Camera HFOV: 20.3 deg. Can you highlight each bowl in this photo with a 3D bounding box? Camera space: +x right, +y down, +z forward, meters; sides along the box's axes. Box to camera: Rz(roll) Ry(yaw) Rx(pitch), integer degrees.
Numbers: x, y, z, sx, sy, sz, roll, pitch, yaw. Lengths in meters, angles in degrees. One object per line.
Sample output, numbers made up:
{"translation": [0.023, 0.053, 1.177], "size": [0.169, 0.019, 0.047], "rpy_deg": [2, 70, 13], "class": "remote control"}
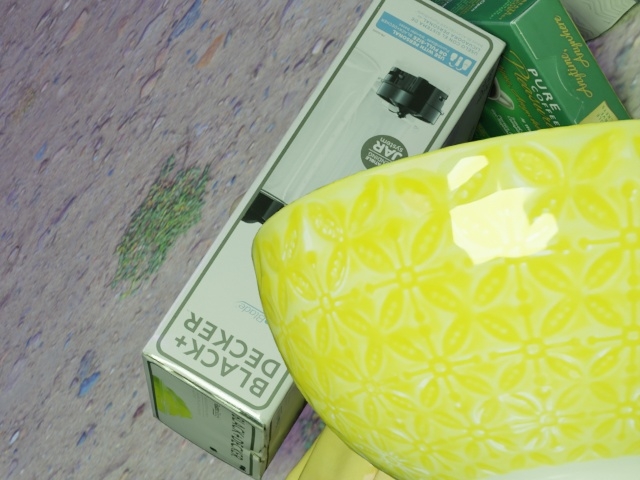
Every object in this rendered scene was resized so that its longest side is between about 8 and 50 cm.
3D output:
{"translation": [0.115, 0.063, 0.835], "size": [0.289, 0.289, 0.156], "rpy_deg": [-24, 66, 49], "class": "bowl"}

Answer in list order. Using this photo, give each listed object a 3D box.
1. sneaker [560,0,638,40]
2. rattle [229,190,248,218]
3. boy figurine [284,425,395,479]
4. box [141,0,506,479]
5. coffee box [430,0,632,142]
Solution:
{"translation": [0.210, -0.258, 1.210], "size": [0.315, 0.127, 0.182], "rpy_deg": [-20, 40, 42], "class": "sneaker"}
{"translation": [0.000, 0.000, 1.332], "size": [0.143, 0.130, 0.200], "rpy_deg": [-53, -3, -17], "class": "rattle"}
{"translation": [0.017, 0.160, 1.089], "size": [0.285, 0.092, 0.177], "rpy_deg": [-62, 18, -5], "class": "boy figurine"}
{"translation": [0.001, -0.003, 1.136], "size": [0.290, 0.087, 0.169], "rpy_deg": [-58, -8, -16], "class": "box"}
{"translation": [0.121, -0.114, 1.192], "size": [0.040, 0.113, 0.184], "rpy_deg": [-41, 20, -15], "class": "coffee box"}
